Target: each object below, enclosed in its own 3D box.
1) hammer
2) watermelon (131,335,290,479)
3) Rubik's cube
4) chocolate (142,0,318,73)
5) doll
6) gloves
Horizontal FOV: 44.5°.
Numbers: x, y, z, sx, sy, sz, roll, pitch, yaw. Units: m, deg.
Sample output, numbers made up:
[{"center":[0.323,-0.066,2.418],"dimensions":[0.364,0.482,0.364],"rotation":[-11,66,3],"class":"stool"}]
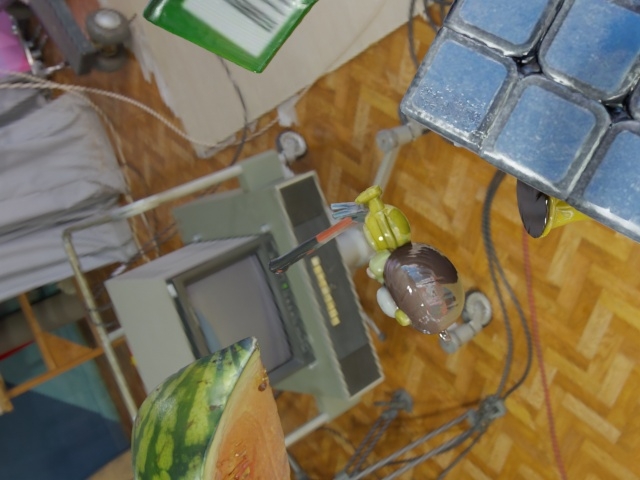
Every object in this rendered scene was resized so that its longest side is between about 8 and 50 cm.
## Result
[{"center":[0.000,-0.001,1.496],"dimensions":[0.287,0.111,0.033],"rotation":[-33,54,41],"class":"hammer"},{"center":[-0.058,0.140,0.416],"dimensions":[0.069,0.087,0.163],"rotation":[-104,3,-61],"class":"watermelon"},{"center":[0.309,-0.191,0.867],"dimensions":[0.305,0.303,0.301],"rotation":[32,103,18],"class":"Rubik's cube"},{"center":[-0.016,-0.408,0.936],"dimensions":[0.161,0.341,0.360],"rotation":[37,123,-14],"class":"chocolate"},{"center":[0.097,0.030,0.896],"dimensions":[0.188,0.096,0.145],"rotation":[60,-178,24],"class":"doll"},{"center":[0.443,-0.075,1.125],"dimensions":[0.133,0.294,0.116],"rotation":[-100,6,-48],"class":"gloves"}]
